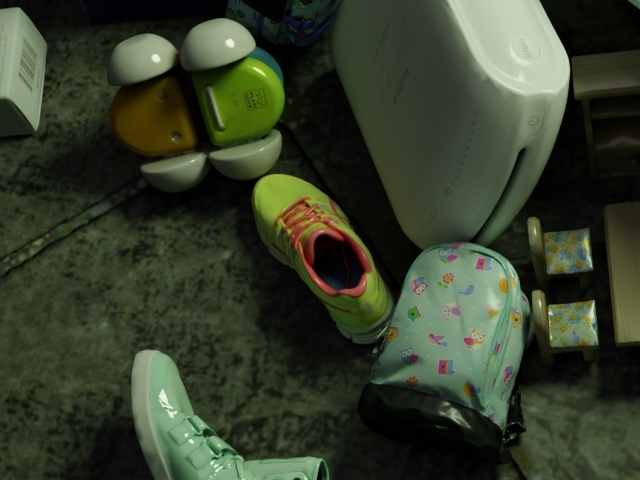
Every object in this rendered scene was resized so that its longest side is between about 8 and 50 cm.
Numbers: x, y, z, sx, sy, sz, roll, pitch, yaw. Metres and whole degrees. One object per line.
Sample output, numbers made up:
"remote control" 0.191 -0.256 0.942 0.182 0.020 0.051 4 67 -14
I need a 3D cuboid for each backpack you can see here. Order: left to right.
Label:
"backpack" -0.022 -0.266 1.706 0.117 0.173 0.158 35 57 11
"backpack" 0.123 0.095 1.510 0.152 0.115 0.182 15 72 18

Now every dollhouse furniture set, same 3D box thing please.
"dollhouse furniture set" 0.291 -0.028 1.508 0.212 0.161 0.242 -6 62 10

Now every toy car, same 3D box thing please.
"toy car" -0.116 -0.144 1.689 0.182 0.159 0.136 -9 21 19

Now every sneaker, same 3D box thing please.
"sneaker" -0.073 0.197 1.517 0.151 0.094 0.256 -24 70 7
"sneaker" 0.000 0.000 1.602 0.081 0.094 0.208 -39 60 -6

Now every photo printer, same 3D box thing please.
"photo printer" 0.117 -0.155 1.560 0.107 0.256 0.307 -5 55 -22

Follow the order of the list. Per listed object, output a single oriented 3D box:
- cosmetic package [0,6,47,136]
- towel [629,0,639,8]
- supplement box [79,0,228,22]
"cosmetic package" -0.418 -0.170 1.796 0.231 0.085 0.117 -4 62 13
"towel" 0.357 -0.231 1.526 0.374 0.320 0.090 49 115 28
"supplement box" -0.172 -0.439 1.812 0.195 0.194 0.356 -3 62 12
